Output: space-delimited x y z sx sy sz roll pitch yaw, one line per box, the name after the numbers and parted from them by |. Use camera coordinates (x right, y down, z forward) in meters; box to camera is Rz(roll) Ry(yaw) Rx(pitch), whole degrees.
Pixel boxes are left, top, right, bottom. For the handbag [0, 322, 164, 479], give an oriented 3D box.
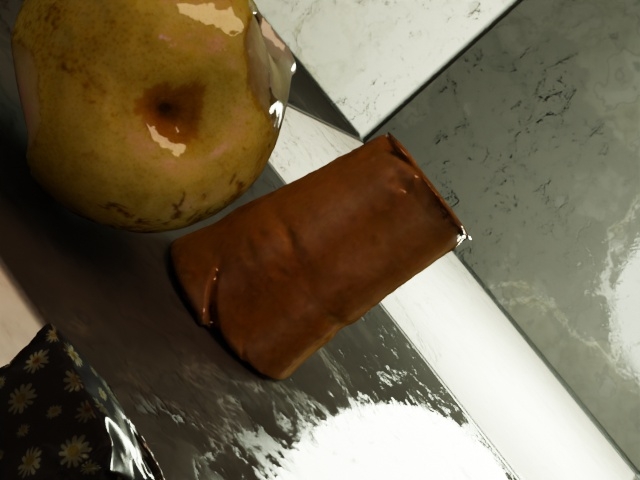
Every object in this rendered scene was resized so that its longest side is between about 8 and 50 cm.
-0.139 0.129 0.778 0.139 0.072 0.115 40 11 -51 | handbag

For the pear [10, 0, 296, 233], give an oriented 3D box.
-0.161 -0.138 1.106 0.271 0.271 0.271 46 12 -13 | pear

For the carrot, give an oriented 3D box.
0.000 0.000 1.250 0.196 0.254 0.196 50 10 -13 | carrot
